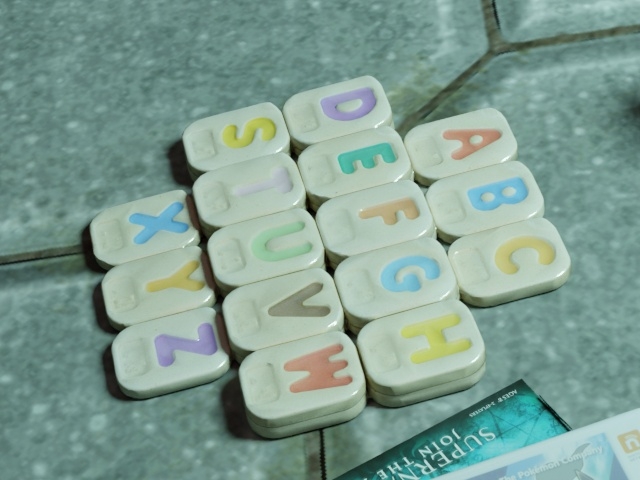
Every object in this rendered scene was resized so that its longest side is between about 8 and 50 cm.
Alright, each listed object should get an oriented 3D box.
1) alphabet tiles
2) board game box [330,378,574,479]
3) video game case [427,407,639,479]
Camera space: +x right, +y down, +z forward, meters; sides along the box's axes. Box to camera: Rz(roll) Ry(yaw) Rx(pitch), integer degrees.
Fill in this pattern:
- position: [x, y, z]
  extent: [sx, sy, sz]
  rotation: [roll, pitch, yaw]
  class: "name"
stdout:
- position: [0.000, 0.000, 1.127]
  extent: [0.278, 0.021, 0.284]
  rotation: [-14, 42, -3]
  class: "alphabet tiles"
- position: [0.062, 0.155, 0.940]
  extent: [0.186, 0.026, 0.126]
  rotation: [-27, 44, -16]
  class: "board game box"
- position: [0.103, 0.185, 0.870]
  extent: [0.201, 0.023, 0.183]
  rotation: [-18, 54, -10]
  class: "video game case"
